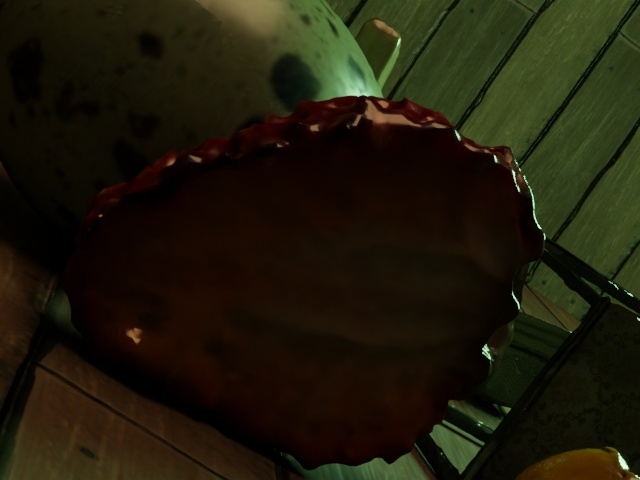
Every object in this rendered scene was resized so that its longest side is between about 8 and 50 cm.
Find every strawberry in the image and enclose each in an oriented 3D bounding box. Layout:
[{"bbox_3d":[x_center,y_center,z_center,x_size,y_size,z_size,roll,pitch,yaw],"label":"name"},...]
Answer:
[{"bbox_3d":[-0.015,0.013,0.991,0.336,0.265,0.149,6,19,-21],"label":"strawberry"}]

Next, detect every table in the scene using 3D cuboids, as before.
[{"bbox_3d":[0.267,0.165,1.341,0.335,0.222,0.272,32,9,-25],"label":"table"}]

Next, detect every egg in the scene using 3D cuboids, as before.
[{"bbox_3d":[-0.100,-0.096,1.144,0.379,0.287,0.287,46,2,-27],"label":"egg"}]

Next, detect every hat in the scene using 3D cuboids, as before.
[{"bbox_3d":[0.224,0.145,1.684,0.252,0.110,0.252,22,-5,2],"label":"hat"}]

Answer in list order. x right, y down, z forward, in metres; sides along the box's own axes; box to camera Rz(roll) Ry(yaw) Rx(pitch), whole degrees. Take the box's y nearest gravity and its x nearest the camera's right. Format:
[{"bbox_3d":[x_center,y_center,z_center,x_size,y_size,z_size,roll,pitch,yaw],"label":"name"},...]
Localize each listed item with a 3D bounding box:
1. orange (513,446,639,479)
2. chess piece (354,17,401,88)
[{"bbox_3d":[0.206,0.225,1.039,0.155,0.134,0.154,32,15,-10],"label":"orange"},{"bbox_3d":[-0.009,-0.080,1.372,0.137,0.300,0.137,31,8,-5],"label":"chess piece"}]
